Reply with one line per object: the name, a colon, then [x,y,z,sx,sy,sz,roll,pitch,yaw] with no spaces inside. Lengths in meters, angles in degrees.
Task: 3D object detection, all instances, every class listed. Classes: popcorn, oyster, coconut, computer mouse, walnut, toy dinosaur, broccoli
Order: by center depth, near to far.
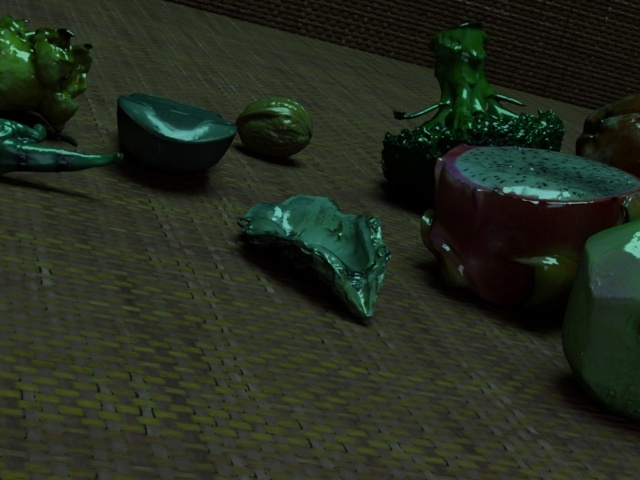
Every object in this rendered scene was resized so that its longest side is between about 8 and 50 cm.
coconut: [0.369,0.072,1.314,0.235,0.236,0.204,21,19,15]
oyster: [0.000,-0.003,1.460,0.252,0.087,0.199,17,23,28]
toy dinosaur: [-0.386,-0.119,1.484,0.291,0.079,0.120,9,22,-17]
popcorn: [-0.408,-0.229,1.734,0.195,0.174,0.168,10,-7,8]
computer mouse: [-0.207,-0.152,1.769,0.167,0.090,0.379,15,10,-6]
walnut: [-0.074,-0.178,1.976,0.124,0.105,0.105,7,14,7]
broccoli: [0.221,-0.181,1.977,0.297,0.297,0.297,-13,-6,-1]

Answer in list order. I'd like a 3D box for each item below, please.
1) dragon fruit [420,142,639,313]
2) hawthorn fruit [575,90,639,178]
dragon fruit: [0.263,-0.006,1.597,0.290,0.189,0.291,7,16,-2]
hawthorn fruit: [0.571,-0.129,2.204,0.284,0.284,0.284,16,15,-4]
